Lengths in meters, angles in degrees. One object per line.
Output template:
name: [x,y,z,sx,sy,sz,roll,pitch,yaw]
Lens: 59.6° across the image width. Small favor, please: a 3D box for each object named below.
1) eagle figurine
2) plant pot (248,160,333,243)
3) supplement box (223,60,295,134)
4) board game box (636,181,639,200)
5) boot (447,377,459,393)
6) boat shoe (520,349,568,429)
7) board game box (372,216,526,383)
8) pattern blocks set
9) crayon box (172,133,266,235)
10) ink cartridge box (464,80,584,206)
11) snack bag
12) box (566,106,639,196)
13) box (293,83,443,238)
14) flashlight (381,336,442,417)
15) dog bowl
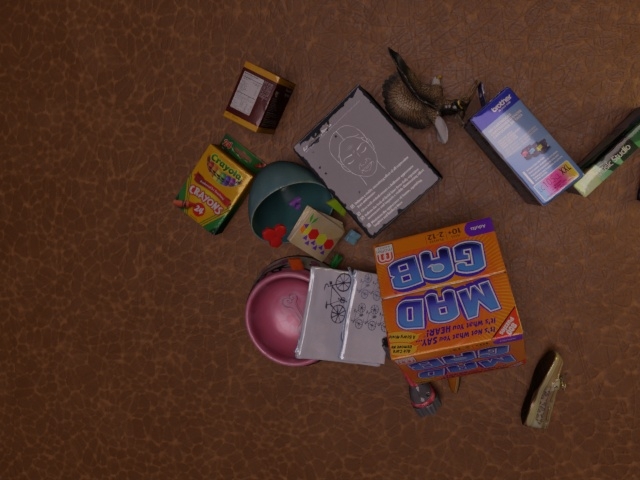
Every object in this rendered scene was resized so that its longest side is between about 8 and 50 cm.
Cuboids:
eagle figurine: [0.324,-0.459,1.770,0.298,0.225,0.227,18,118,5]
plant pot: [-0.123,-0.158,1.905,0.290,0.290,0.196,-36,53,15]
supplement box: [-0.203,-0.478,1.896,0.129,0.191,0.194,28,104,8]
board game box: [1.092,-0.206,1.702,0.193,0.060,0.194,7,99,11]
boot: [0.382,0.376,1.937,0.211,0.104,0.296,0,93,18]
boat shoe: [0.755,0.498,1.865,0.089,0.104,0.286,16,111,6]
board game box: [0.396,0.198,1.700,0.355,0.356,0.357,-15,61,15]
pattern blocks set: [-0.016,-0.023,1.877,0.285,0.026,0.325,-47,128,0]
crayon box: [-0.367,-0.205,2.030,0.202,0.081,0.319,37,104,6]
ink cartridge box: [0.582,-0.300,1.698,0.151,0.270,0.395,-42,87,11]
snack bag: [0.092,0.252,1.884,0.342,0.037,0.323,12,86,-25]
box: [0.864,-0.266,1.657,0.058,0.232,0.322,43,104,5]
box: [0.160,-0.254,1.833,0.293,0.212,0.395,-41,88,15]
flashlight: [0.309,0.463,1.921,0.103,0.103,0.304,-3,121,56]
dog bowl: [-0.089,0.265,1.997,0.407,0.150,0.409,2,98,12]
